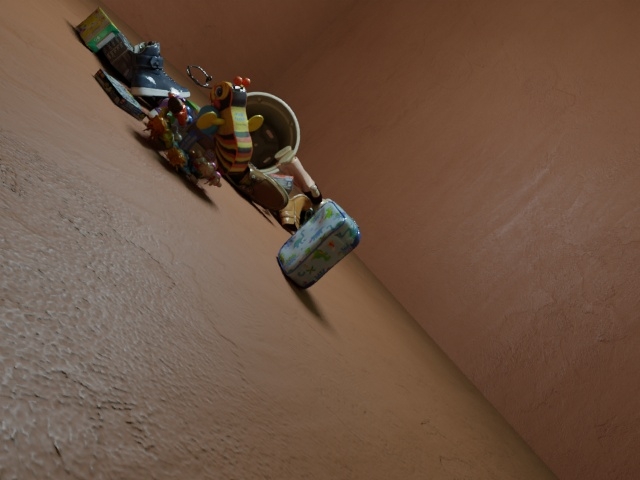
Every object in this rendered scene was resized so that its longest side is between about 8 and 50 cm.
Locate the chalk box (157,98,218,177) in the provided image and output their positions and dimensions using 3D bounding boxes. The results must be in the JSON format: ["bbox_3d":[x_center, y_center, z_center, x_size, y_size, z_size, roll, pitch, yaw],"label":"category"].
[{"bbox_3d":[-0.349,-0.290,1.468,0.213,0.132,0.132,45,5,-5],"label":"chalk box"}]

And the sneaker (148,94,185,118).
[{"bbox_3d":[-0.445,-0.391,1.631,0.095,0.104,0.236,42,5,-19],"label":"sneaker"}]

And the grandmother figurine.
[{"bbox_3d":[-0.055,-0.214,2.149,0.342,0.104,0.208,54,9,-30],"label":"grandmother figurine"}]

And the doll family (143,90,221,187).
[{"bbox_3d":[-0.343,-0.226,1.309,0.263,0.118,0.163,63,-1,-3],"label":"doll family"}]

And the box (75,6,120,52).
[{"bbox_3d":[-0.699,-0.660,1.679,0.179,0.105,0.043,50,-1,38],"label":"box"}]

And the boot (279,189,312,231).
[{"bbox_3d":[-0.096,-0.102,2.042,0.197,0.073,0.153,14,53,-46],"label":"boot"}]

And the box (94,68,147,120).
[{"bbox_3d":[-0.516,-0.376,1.395,0.137,0.027,0.094,48,5,25],"label":"box"}]

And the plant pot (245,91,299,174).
[{"bbox_3d":[-0.269,-0.427,2.296,0.334,0.334,0.305,45,-5,-7],"label":"plant pot"}]

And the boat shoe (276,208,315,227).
[{"bbox_3d":[-0.086,-0.100,2.198,0.254,0.095,0.079,29,21,-55],"label":"boat shoe"}]

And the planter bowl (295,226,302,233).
[{"bbox_3d":[0.000,0.000,2.160,0.217,0.090,0.217,46,6,-6],"label":"planter bowl"}]

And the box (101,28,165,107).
[{"bbox_3d":[-0.618,-0.581,1.774,0.307,0.076,0.242,50,2,39],"label":"box"}]

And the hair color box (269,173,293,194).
[{"bbox_3d":[-0.165,-0.205,2.089,0.093,0.054,0.167,5,-11,-14],"label":"hair color box"}]

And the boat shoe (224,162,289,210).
[{"bbox_3d":[-0.243,-0.198,1.793,0.307,0.111,0.104,35,10,-5],"label":"boat shoe"}]

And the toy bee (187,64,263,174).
[{"bbox_3d":[-0.232,-0.321,1.321,0.298,0.162,0.195,58,41,-10],"label":"toy bee"}]

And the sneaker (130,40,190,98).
[{"bbox_3d":[-0.484,-0.516,1.646,0.086,0.164,0.226,6,11,27],"label":"sneaker"}]

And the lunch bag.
[{"bbox_3d":[-0.006,0.008,1.399,0.090,0.219,0.176,43,5,-28],"label":"lunch bag"}]
